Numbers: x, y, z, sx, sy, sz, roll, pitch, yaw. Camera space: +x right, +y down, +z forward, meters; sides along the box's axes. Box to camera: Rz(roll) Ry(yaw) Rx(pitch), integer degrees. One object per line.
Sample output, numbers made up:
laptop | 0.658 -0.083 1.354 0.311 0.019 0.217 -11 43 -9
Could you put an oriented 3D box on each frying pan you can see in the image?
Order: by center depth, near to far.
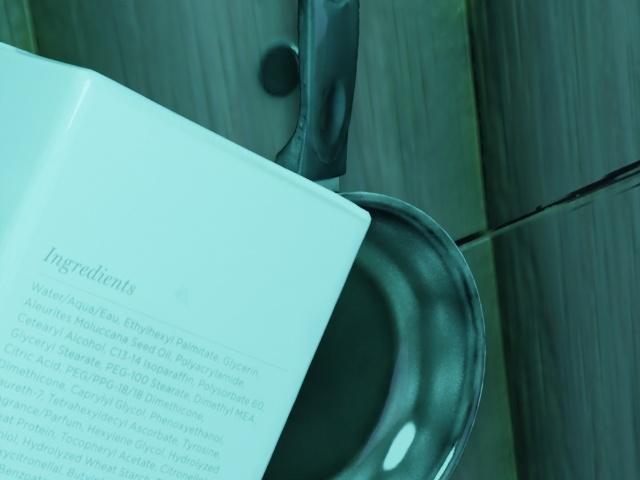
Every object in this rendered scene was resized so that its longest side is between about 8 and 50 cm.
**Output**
frying pan | -0.021 0.018 0.778 0.197 0.053 0.326 -36 119 -25

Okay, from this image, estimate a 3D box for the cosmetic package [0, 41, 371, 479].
cosmetic package | -0.107 0.031 0.649 0.151 0.151 0.184 26 86 -39
